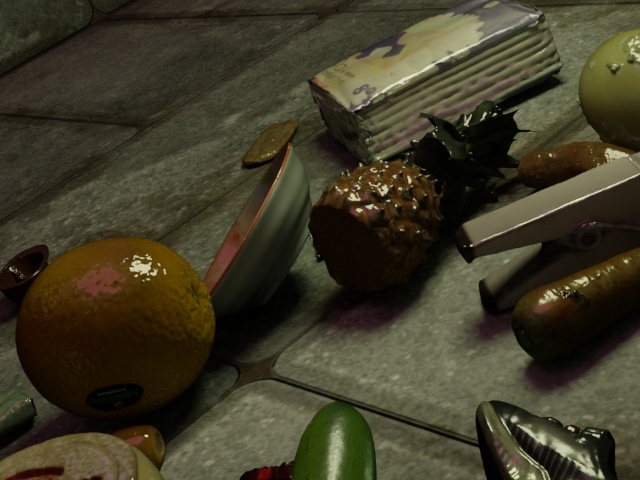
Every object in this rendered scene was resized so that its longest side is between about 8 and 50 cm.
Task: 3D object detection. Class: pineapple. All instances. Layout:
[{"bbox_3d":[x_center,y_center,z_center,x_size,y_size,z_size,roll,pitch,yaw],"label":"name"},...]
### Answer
[{"bbox_3d":[0.139,-0.080,1.700,0.165,0.166,0.364,4,34,46],"label":"pineapple"}]

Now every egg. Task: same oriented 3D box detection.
[{"bbox_3d":[0.414,-0.185,1.677,0.164,0.164,0.201,-32,27,-19],"label":"egg"}]

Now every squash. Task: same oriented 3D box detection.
[{"bbox_3d":[0.008,0.250,1.219,0.082,0.082,0.292,-17,26,14],"label":"squash"}]

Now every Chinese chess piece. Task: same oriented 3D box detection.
[{"bbox_3d":[-0.268,0.306,1.313,0.270,0.112,0.270,-20,24,9],"label":"Chinese chess piece"}]

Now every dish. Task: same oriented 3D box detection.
[{"bbox_3d":[-0.070,0.007,1.719,0.260,0.085,0.260,-59,8,13],"label":"dish"}]

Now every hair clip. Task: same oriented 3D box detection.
[{"bbox_3d":[0.316,-0.027,1.488,0.330,0.101,0.085,-23,19,5],"label":"hair clip"}]

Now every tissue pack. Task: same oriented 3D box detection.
[{"bbox_3d":[0.168,-0.255,2.080,0.343,0.125,0.242,-26,24,-7],"label":"tissue pack"}]

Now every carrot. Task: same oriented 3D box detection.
[{"bbox_3d":[0.328,0.035,1.409,0.298,0.078,0.078,-28,24,-21],"label":"carrot"}]

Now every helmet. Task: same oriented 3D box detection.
[{"bbox_3d":[-0.440,0.061,2.041,0.089,0.057,0.111,-16,29,22],"label":"helmet"}]

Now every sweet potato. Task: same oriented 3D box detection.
[{"bbox_3d":[0.362,-0.085,1.629,0.281,0.059,0.067,9,79,50],"label":"sweet potato"}]

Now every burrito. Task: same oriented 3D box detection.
[{"bbox_3d":[-0.411,0.229,1.682,0.118,0.044,0.074,-34,24,-28],"label":"burrito"}]

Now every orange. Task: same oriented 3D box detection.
[{"bbox_3d":[-0.241,0.104,1.576,0.236,0.236,0.236,-19,24,9],"label":"orange"}]

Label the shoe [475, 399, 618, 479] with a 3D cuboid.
[{"bbox_3d":[0.208,0.203,1.136,0.112,0.099,0.227,-18,27,-5],"label":"shoe"}]

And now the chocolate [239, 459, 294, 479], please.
[{"bbox_3d":[-0.059,0.268,1.300,0.086,0.028,0.182,-12,19,16],"label":"chocolate"}]

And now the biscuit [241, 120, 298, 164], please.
[{"bbox_3d":[-0.084,-0.163,2.245,0.071,0.018,0.147,-9,28,26],"label":"biscuit"}]

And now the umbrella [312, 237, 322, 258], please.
[{"bbox_3d":[0.001,0.002,1.825,0.031,0.020,0.083,-19,29,10],"label":"umbrella"}]

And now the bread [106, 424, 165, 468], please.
[{"bbox_3d":[-0.226,0.237,1.494,0.103,0.049,0.062,-17,24,10],"label":"bread"}]
